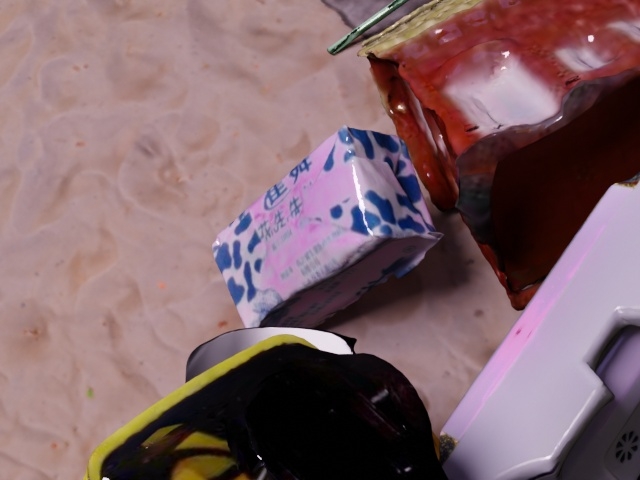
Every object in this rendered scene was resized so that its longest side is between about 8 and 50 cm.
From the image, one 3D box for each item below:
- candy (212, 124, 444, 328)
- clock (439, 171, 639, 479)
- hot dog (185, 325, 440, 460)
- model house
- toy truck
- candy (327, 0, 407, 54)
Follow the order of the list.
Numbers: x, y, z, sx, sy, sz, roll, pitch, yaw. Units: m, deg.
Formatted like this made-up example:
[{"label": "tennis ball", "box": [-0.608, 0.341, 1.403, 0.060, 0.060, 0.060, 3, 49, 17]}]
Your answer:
[{"label": "candy", "box": [0.000, 0.000, 0.803, 0.160, 0.073, 0.092, -38, 63, 39]}, {"label": "clock", "box": [0.199, 0.097, 0.711, 0.253, 0.186, 0.083, -54, 35, -10]}, {"label": "hot dog", "box": [0.015, 0.218, 0.744, 0.194, 0.107, 0.326, -6, 82, 19]}, {"label": "model house", "box": [0.147, -0.107, 0.810, 0.196, 0.160, 0.254, -28, 39, 1]}, {"label": "toy truck", "box": [0.045, 0.256, 0.570, 0.405, 0.254, 0.180, 45, 42, 16]}, {"label": "candy", "box": [0.080, -0.199, 0.902, 0.184, 0.055, 0.049, -33, 29, 20]}]
